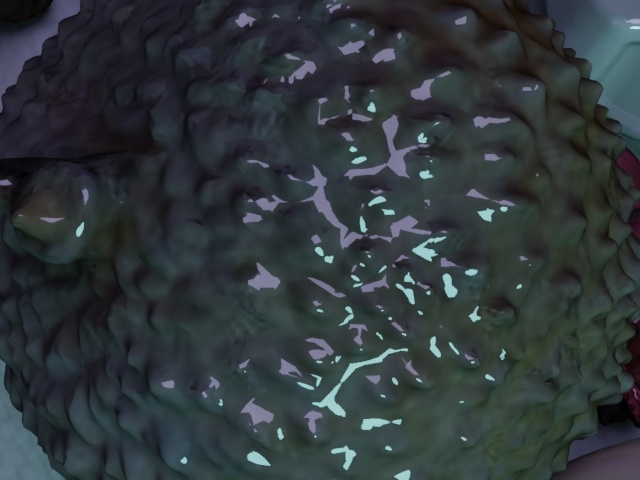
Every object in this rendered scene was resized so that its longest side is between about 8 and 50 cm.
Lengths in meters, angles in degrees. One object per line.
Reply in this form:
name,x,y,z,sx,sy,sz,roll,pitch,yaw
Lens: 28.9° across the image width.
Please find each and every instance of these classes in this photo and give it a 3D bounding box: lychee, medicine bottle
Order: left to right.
lychee,0.000,0.000,0.705,0.432,0.380,0.380,6,62,-49
medicine bottle,0.244,-0.209,0.920,0.161,0.111,0.296,19,46,-15

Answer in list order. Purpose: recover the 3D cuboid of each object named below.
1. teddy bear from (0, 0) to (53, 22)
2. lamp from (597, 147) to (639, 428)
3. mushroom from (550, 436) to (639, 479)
teddy bear,-0.303,-0.226,0.896,0.177,0.140,0.190,-30,67,-14
lamp,0.199,0.005,0.882,0.118,0.118,0.253,-19,70,-14
mushroom,0.234,0.261,0.670,0.353,0.325,0.353,-2,74,6
